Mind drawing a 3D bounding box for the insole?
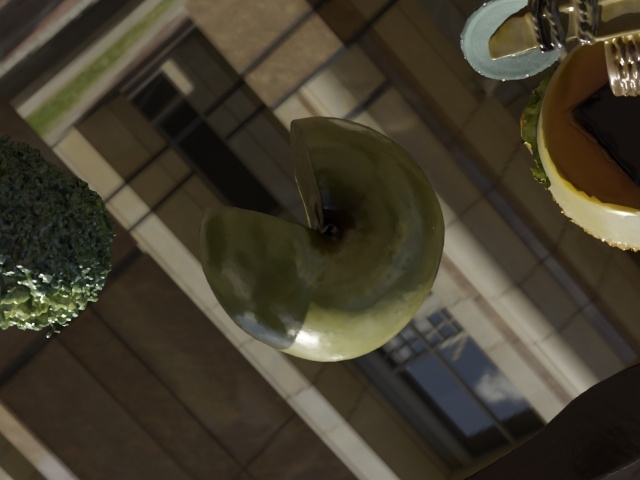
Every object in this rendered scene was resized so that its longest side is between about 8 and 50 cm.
[{"bbox_3d":[0.242,0.201,1.036,0.327,0.007,0.111,-28,-151,-15],"label":"insole"}]

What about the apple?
[{"bbox_3d":[0.000,0.000,1.289,0.292,0.292,0.254,-43,175,-10],"label":"apple"}]

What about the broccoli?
[{"bbox_3d":[-0.443,0.016,1.296,0.249,0.375,0.302,-142,-112,-73],"label":"broccoli"}]

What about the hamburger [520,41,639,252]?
[{"bbox_3d":[0.393,-0.129,1.286,0.276,0.294,0.179,-42,156,6],"label":"hamburger"}]

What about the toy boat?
[{"bbox_3d":[0.272,-0.162,0.737,0.310,0.115,0.089,-4,-166,20],"label":"toy boat"}]

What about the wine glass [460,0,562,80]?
[{"bbox_3d":[0.100,-0.265,1.105,0.264,0.096,0.310,-20,-137,19],"label":"wine glass"}]
